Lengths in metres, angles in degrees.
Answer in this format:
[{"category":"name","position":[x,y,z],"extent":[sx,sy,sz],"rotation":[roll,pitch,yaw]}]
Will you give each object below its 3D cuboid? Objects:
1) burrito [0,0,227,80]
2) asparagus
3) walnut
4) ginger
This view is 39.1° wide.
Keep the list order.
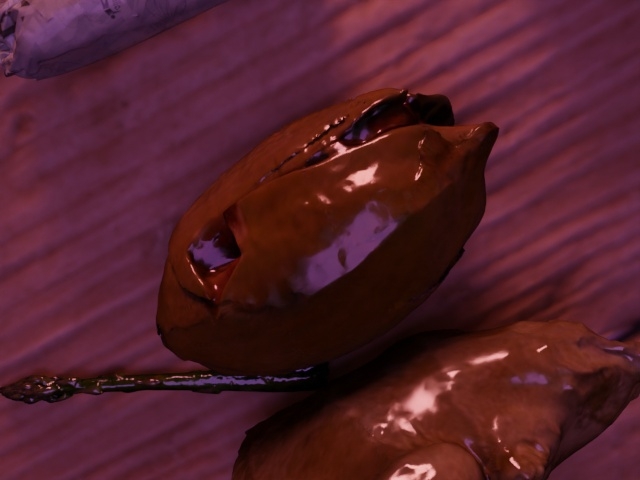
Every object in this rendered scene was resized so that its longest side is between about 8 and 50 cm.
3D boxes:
[{"category":"burrito","position":[-0.104,-0.150,0.525],"extent":[0.203,0.064,0.064],"rotation":[-24,105,6]},{"category":"asparagus","position":[-0.110,0.098,0.622],"extent":[0.233,0.023,0.022],"rotation":[-3,63,2]},{"category":"walnut","position":[0.000,0.000,0.537],"extent":[0.245,0.137,0.137],"rotation":[-30,104,14]},{"category":"ginger","position":[0.064,0.121,0.523],"extent":[0.270,0.219,0.123],"rotation":[-37,104,20]}]
